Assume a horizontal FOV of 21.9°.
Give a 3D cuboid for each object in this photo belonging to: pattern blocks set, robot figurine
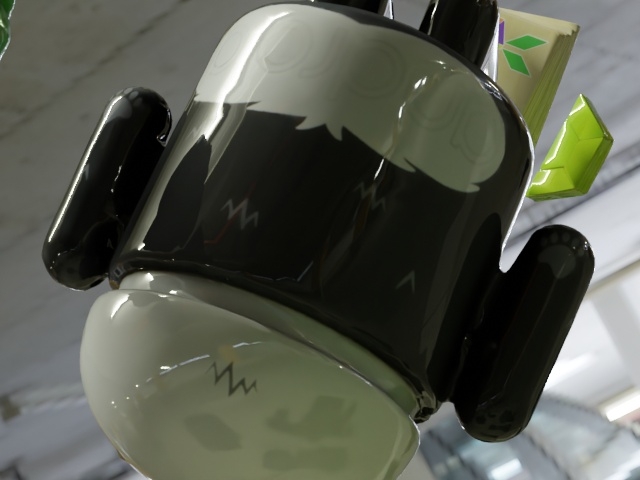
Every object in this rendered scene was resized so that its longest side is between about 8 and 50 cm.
[{"bbox_3d":[0.117,-0.110,1.323,0.026,0.285,0.325,24,-77,-47],"label":"pattern blocks set"},{"bbox_3d":[-0.002,0.000,0.792,0.209,0.278,0.173,1,-30,48],"label":"robot figurine"}]

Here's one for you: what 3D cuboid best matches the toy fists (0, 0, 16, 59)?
[{"bbox_3d":[-0.215,-0.103,0.693,0.096,0.142,0.279,-31,2,15],"label":"toy fists"}]
